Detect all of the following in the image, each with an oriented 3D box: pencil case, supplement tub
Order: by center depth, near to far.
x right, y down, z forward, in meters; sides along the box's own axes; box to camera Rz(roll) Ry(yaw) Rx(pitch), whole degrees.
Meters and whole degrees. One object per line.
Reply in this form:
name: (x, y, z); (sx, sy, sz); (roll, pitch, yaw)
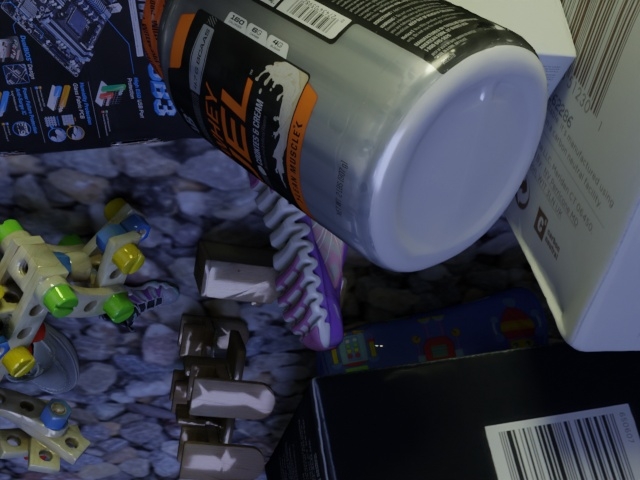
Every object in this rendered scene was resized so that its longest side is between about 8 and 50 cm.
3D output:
supplement tub: (0.003, -0.128, 0.702); (0.194, 0.316, 0.193); (-28, 137, -30)
pencil case: (0.147, 0.145, 1.146); (0.306, 0.133, 0.119); (-12, 89, -1)

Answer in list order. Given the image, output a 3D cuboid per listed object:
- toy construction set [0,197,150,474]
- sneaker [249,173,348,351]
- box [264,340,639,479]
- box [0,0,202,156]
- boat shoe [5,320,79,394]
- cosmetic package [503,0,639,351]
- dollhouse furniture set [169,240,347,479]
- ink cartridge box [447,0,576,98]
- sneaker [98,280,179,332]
toy construction set: (-0.313, 0.109, 0.951); (0.215, 0.151, 0.327); (-11, 127, -56)
sneaker: (0.000, 0.000, 0.944); (0.105, 0.236, 0.095); (-6, 166, -27)
box: (0.206, 0.331, 1.066); (0.480, 0.297, 0.471); (-6, 155, -13)
box: (-0.253, -0.215, 0.788); (0.294, 0.073, 0.295); (-8, 132, -8)
boat shoe: (-0.369, 0.129, 1.057); (0.079, 0.081, 0.227); (-20, 131, 7)
cosmetic package: (0.407, -0.119, 0.824); (0.394, 0.329, 0.327); (1, 129, -11)
dollhouse furniture set: (-0.079, 0.136, 1.038); (0.161, 0.212, 0.241); (7, 102, -15)
ink cartridge box: (0.137, -0.167, 0.836); (0.128, 0.127, 0.176); (2, 148, -13)
sneaker: (-0.220, 0.084, 1.054); (0.098, 0.069, 0.038); (-2, 131, -9)
